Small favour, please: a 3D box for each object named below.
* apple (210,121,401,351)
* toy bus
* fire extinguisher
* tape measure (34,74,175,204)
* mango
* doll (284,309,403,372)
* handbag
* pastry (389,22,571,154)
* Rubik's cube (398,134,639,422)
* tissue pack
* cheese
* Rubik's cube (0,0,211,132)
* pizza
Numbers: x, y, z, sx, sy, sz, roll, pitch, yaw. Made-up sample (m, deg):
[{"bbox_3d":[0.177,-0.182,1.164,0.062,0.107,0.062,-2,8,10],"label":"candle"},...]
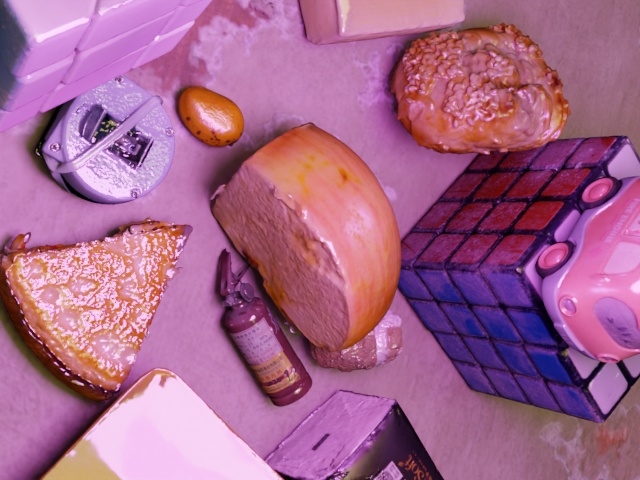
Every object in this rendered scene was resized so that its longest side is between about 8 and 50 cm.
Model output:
[{"bbox_3d":[0.000,0.000,1.728,0.252,0.314,0.309,-42,86,16],"label":"apple"},{"bbox_3d":[0.475,0.042,1.668,0.288,0.232,0.194,-52,119,-23],"label":"toy bus"},{"bbox_3d":[-0.103,0.134,1.790,0.075,0.106,0.252,-27,110,9],"label":"fire extinguisher"},{"bbox_3d":[-0.295,-0.142,1.611,0.181,0.107,0.182,25,75,-26],"label":"tape measure"},{"bbox_3d":[-0.166,-0.188,1.727,0.114,0.057,0.079,40,78,-26],"label":"mango"},{"bbox_3d":[0.043,0.157,1.853,0.221,0.105,0.115,11,111,-41],"label":"doll"},{"bbox_3d":[-0.267,0.404,1.591,0.283,0.133,0.401,44,66,0],"label":"handbag"},{"bbox_3d":[0.273,-0.258,1.907,0.310,0.255,0.162,-10,140,-30],"label":"pastry"},{"bbox_3d":[0.380,0.055,1.946,0.344,0.344,0.337,-46,116,-23],"label":"Rubik's cube"},{"bbox_3d":[0.095,0.440,1.849,0.210,0.198,0.370,-40,113,-24],"label":"tissue pack"},{"bbox_3d":[0.094,-0.451,1.856,0.265,0.124,0.243,-14,104,-35],"label":"cheese"},{"bbox_3d":[-0.331,-0.367,1.404,0.318,0.316,0.322,-32,93,-30],"label":"Rubik's cube"},{"bbox_3d":[-0.332,0.055,1.612,0.251,0.074,0.288,35,72,-31],"label":"pizza"}]
